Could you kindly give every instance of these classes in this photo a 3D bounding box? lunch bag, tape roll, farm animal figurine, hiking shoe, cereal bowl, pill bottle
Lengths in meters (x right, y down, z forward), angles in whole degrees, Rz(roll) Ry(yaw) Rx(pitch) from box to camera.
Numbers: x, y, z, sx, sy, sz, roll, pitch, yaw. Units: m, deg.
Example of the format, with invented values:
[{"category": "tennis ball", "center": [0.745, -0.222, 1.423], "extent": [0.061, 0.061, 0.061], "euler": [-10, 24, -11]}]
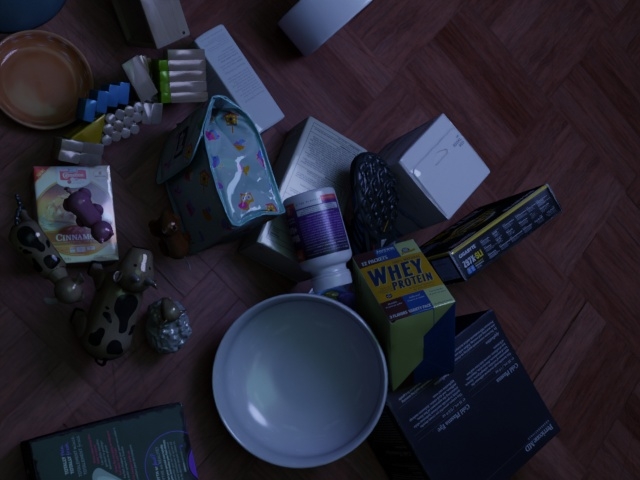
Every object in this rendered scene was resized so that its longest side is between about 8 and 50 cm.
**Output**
[{"category": "lunch bag", "center": [-0.209, -0.131, 1.703], "extent": [0.160, 0.223, 0.262], "euler": [-19, 87, -34]}, {"category": "tape roll", "center": [0.044, -0.524, 1.880], "extent": [0.100, 0.286, 0.286], "euler": [48, 63, -9]}, {"category": "farm animal figurine", "center": [-0.376, 0.075, 1.545], "extent": [0.330, 0.172, 0.326], "euler": [-4, 111, -26]}, {"category": "hiking shoe", "center": [0.098, -0.039, 1.836], "extent": [0.113, 0.132, 0.304], "euler": [-26, 112, -33]}, {"category": "cereal bowl", "center": [-0.032, 0.269, 1.714], "extent": [0.339, 0.141, 0.338], "euler": [-1, 86, 9]}, {"category": "pill bottle", "center": [0.000, 0.000, 1.720], "extent": [0.108, 0.108, 0.193], "euler": [-13, 86, -28]}]

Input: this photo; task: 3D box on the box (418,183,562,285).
[{"category": "box", "center": [0.337, 0.001, 1.931], "extent": [0.322, 0.257, 0.079], "euler": [-32, 93, -28]}]

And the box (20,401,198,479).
[{"category": "box", "center": [-0.375, 0.400, 1.553], "extent": [0.270, 0.143, 0.165], "euler": [-10, 82, -27]}]

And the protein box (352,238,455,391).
[{"category": "protein box", "center": [0.164, 0.146, 1.731], "extent": [0.136, 0.201, 0.199], "euler": [-16, 130, -11]}]

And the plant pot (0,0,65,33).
[{"category": "plant pot", "center": [-0.590, -0.559, 1.619], "extent": [0.290, 0.195, 0.290], "euler": [6, 76, -26]}]

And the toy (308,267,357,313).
[{"category": "toy", "center": [0.026, 0.162, 1.855], "extent": [0.137, 0.056, 0.237], "euler": [45, 64, -13]}]

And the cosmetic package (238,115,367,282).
[{"category": "cosmetic package", "center": [-0.034, -0.086, 1.845], "extent": [0.160, 0.113, 0.309], "euler": [30, 68, -19]}]

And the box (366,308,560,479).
[{"category": "box", "center": [0.282, 0.372, 1.870], "extent": [0.343, 0.179, 0.312], "euler": [-31, 93, -28]}]

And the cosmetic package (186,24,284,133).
[{"category": "cosmetic package", "center": [-0.187, -0.317, 1.815], "extent": [0.085, 0.117, 0.231], "euler": [-40, 99, -29]}]

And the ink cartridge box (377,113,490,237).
[{"category": "ink cartridge box", "center": [0.212, -0.134, 1.910], "extent": [0.168, 0.233, 0.171], "euler": [48, 64, -10]}]

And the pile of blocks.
[{"category": "pile of blocks", "center": [-0.386, -0.273, 1.697], "extent": [0.362, 0.113, 0.149], "euler": [-37, 121, -25]}]

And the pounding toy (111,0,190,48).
[{"category": "pounding toy", "center": [-0.366, -0.500, 1.740], "extent": [0.094, 0.181, 0.206], "euler": [-33, 122, -29]}]

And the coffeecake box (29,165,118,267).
[{"category": "coffeecake box", "center": [-0.465, -0.044, 1.644], "extent": [0.142, 0.068, 0.185], "euler": [-4, 81, -26]}]

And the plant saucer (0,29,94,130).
[{"category": "plant saucer", "center": [-0.540, -0.305, 1.680], "extent": [0.200, 0.037, 0.199], "euler": [6, 78, -26]}]
